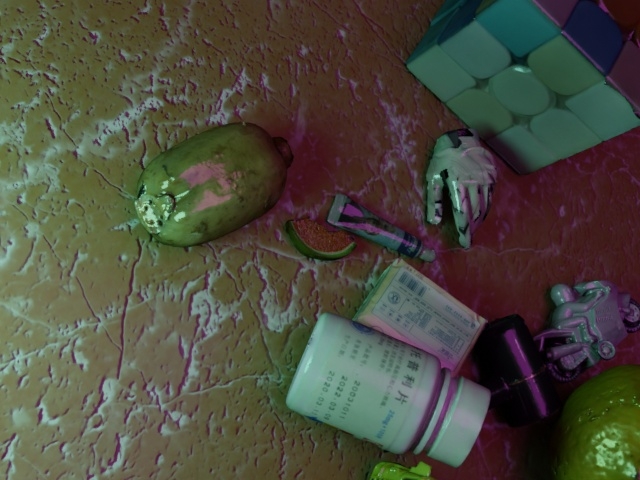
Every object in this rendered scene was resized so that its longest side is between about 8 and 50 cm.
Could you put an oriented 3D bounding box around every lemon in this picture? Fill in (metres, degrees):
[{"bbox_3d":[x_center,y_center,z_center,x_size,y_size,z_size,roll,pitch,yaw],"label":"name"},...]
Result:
[{"bbox_3d":[0.577,0.391,1.625,0.387,0.350,0.349,11,67,-69],"label":"lemon"}]

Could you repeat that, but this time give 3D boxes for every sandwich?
[{"bbox_3d":[-0.002,0.001,1.573,0.135,0.029,0.067,17,65,-23],"label":"sandwich"}]

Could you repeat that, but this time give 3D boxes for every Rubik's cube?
[{"bbox_3d":[0.436,-0.387,1.727,0.347,0.346,0.344,42,61,-14],"label":"Rubik's cube"}]

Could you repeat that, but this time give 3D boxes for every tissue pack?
[{"bbox_3d":[0.163,0.148,1.571,0.196,0.092,0.148,36,62,1],"label":"tissue pack"}]

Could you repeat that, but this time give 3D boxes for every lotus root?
[{"bbox_3d":[-0.157,-0.093,1.445,0.284,0.146,0.160,-29,110,-34],"label":"lotus root"}]

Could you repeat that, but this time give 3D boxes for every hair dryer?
[{"bbox_3d":[0.247,0.272,1.612,0.352,0.107,0.189,-21,86,-26],"label":"hair dryer"}]

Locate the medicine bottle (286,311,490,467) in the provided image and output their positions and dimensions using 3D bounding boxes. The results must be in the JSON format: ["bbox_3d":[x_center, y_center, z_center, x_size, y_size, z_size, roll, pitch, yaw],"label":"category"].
[{"bbox_3d":[0.105,0.239,1.445,0.293,0.170,0.170,24,66,1],"label":"medicine bottle"}]

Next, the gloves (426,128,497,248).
[{"bbox_3d":[0.265,-0.093,1.702,0.127,0.111,0.212,3,69,-33],"label":"gloves"}]

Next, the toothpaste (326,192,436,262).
[{"bbox_3d":[0.112,-0.013,1.637,0.216,0.037,0.062,27,68,-16],"label":"toothpaste"}]

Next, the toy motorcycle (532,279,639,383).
[{"bbox_3d":[0.503,0.156,1.779,0.260,0.110,0.171,-31,77,-24],"label":"toy motorcycle"}]

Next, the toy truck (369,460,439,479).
[{"bbox_3d":[0.267,0.497,1.478,0.405,0.254,0.180,26,71,-18],"label":"toy truck"}]
